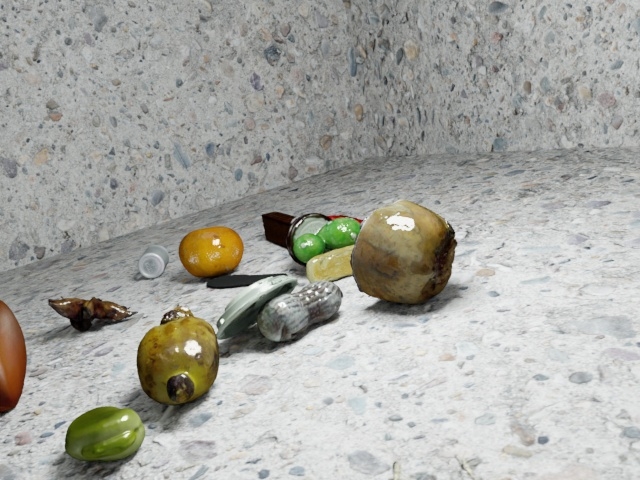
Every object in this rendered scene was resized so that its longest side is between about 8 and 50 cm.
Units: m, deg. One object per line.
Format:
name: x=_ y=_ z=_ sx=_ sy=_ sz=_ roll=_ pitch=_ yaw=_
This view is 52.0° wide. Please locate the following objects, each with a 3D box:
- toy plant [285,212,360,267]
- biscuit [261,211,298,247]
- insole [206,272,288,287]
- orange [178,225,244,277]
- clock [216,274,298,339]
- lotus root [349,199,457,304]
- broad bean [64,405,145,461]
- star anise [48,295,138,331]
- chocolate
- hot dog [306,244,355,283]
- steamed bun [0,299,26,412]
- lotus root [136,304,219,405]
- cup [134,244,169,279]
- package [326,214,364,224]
toy plant: x=0.000 y=0.000 z=1.995 sx=0.218 sy=0.175 sz=0.235 roll=-24 pitch=13 yaw=-23
biscuit: x=-0.123 y=-0.035 z=2.421 sx=0.073 sy=0.107 sz=0.388 roll=-15 pitch=13 yaw=-20
insole: x=-0.237 y=0.126 z=2.069 sx=0.310 sy=0.012 sz=0.110 roll=-6 pitch=14 yaw=28
orange: x=-0.365 y=0.041 z=2.213 sx=0.224 sy=0.169 sz=0.224 roll=-7 pitch=-3 yaw=0
clock: x=-0.159 y=0.147 z=1.554 sx=0.236 sy=0.053 sz=0.236 roll=-36 pitch=-11 yaw=-8
lotus root: x=0.219 y=0.039 z=1.530 sx=0.192 sy=0.272 sz=0.272 roll=21 pitch=33 yaw=40
broad bean: x=-0.385 y=0.347 z=1.168 sx=0.175 sy=0.082 sz=0.124 roll=-15 pitch=8 yaw=42
star anise: x=-0.682 y=0.222 z=1.942 sx=0.272 sy=0.102 sz=0.272 roll=8 pitch=-2 yaw=0
chocolate: x=-0.049 y=0.162 z=1.533 sx=0.110 sy=0.110 sz=0.248 roll=0 pitch=13 yaw=45
hot dog: x=0.067 y=0.062 z=1.887 sx=0.243 sy=0.084 sz=0.073 roll=-18 pitch=10 yaw=-17
steamed bun: x=-0.829 y=0.268 z=1.546 sx=0.235 sy=0.248 sz=0.379 roll=-17 pitch=12 yaw=-17
lotus root: x=-0.290 y=0.247 z=1.341 sx=0.170 sy=0.141 sz=0.314 roll=-17 pitch=23 yaw=-4
cup: x=-0.629 y=0.095 z=2.454 sx=0.099 sy=0.135 sz=0.133 roll=19 pitch=10 yaw=-10
package: x=0.081 y=-0.067 z=2.451 sx=0.194 sy=0.071 sz=0.270 roll=17 pitch=26 yaw=38
